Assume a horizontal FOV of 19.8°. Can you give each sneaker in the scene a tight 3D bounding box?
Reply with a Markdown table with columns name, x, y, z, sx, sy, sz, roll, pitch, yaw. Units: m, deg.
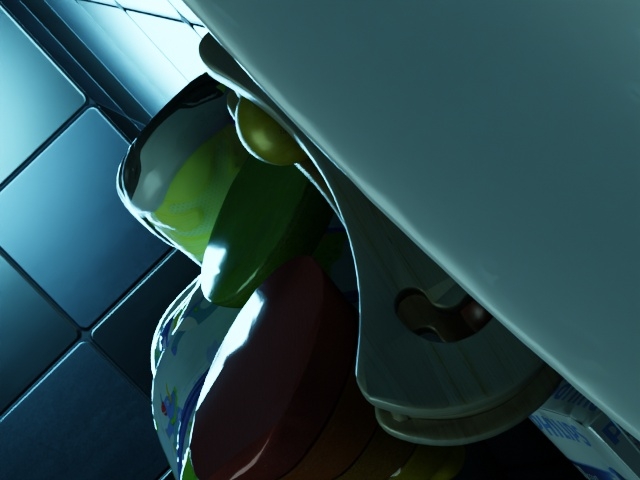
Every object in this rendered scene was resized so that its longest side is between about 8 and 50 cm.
| name | x | y | z | sx | sy | sz | roll | pitch | yaw |
| --- | --- | --- | --- | --- | --- | --- | --- | --- | --- |
| sneaker | 0.000 | 0.000 | 1.270 | 0.147 | 0.145 | 0.384 | 43 | -176 | 31 |

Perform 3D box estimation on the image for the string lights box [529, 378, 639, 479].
| name | x | y | z | sx | sy | sz | roll | pitch | yaw |
| --- | --- | --- | --- | --- | --- | --- | --- | --- | --- |
| string lights box | 0.236 | 0.162 | 1.015 | 0.260 | 0.077 | 0.133 | 46 | 173 | -8 |

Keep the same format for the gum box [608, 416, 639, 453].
| name | x | y | z | sx | sy | sz | roll | pitch | yaw |
| --- | --- | --- | --- | --- | --- | --- | --- | --- | --- |
| gum box | 0.101 | -0.008 | 0.616 | 0.157 | 0.041 | 0.184 | 48 | -158 | -20 |

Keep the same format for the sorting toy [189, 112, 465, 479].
| name | x | y | z | sx | sy | sz | roll | pitch | yaw |
| --- | --- | --- | --- | --- | --- | --- | --- | --- | --- |
| sorting toy | 0.016 | 0.016 | 1.006 | 0.126 | 0.127 | 0.365 | 27 | -150 | -19 |

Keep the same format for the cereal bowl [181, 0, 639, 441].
| name | x | y | z | sx | sy | sz | roll | pitch | yaw |
| --- | --- | --- | --- | --- | --- | --- | --- | --- | --- |
| cereal bowl | 0.067 | -0.078 | 0.307 | 0.339 | 0.141 | 0.339 | 45 | 174 | 6 |

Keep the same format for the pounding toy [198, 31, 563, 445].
| name | x | y | z | sx | sy | sz | roll | pitch | yaw |
| --- | --- | --- | --- | --- | --- | --- | --- | --- | --- |
| pounding toy | 0.060 | 0.009 | 0.839 | 0.269 | 0.154 | 0.155 | 44 | 173 | 19 |

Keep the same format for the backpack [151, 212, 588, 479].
| name | x | y | z | sx | sy | sz | roll | pitch | yaw |
| --- | --- | --- | --- | --- | --- | --- | --- | --- | --- |
| backpack | 0.046 | 0.146 | 1.168 | 0.355 | 0.290 | 0.273 | 33 | -155 | -52 |
